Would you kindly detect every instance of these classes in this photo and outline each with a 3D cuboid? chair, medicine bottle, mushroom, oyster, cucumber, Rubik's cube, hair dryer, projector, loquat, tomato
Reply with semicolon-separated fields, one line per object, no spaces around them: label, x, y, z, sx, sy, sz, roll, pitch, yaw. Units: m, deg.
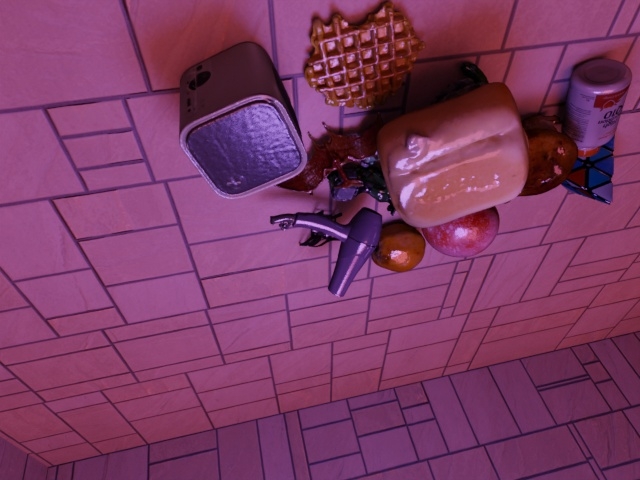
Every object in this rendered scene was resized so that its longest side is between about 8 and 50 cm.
chair;-0.006;-0.037;1.587;0.084;0.102;0.212;6;171;-23
medicine bottle;0.847;-0.398;1.404;0.156;0.157;0.289;-20;139;3
mushroom;0.620;-0.268;1.449;0.344;0.260;0.345;-4;167;-1
oyster;0.396;-0.340;1.329;0.198;0.112;0.268;-21;141;-11
cucumber;0.444;-0.468;1.280;0.167;0.039;0.039;23;126;-40
Rubik's cube;0.927;-0.232;1.684;0.249;0.285;0.234;2;165;15
hair dryer;0.000;0.000;1.432;0.360;0.121;0.301;20;104;-17
projector;-0.192;-0.289;1.100;0.248;0.249;0.248;-22;139;7
loquat;0.289;0.031;1.686;0.234;0.176;0.187;4;119;-27
tomato;0.476;-0.059;1.564;0.270;0.270;0.227;5;117;-24

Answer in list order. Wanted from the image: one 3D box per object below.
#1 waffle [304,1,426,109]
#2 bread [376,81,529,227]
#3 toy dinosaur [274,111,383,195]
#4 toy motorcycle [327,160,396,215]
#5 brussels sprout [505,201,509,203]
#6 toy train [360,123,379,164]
waffle;0.111;-0.465;1.153;0.300;0.058;0.282;0;136;-18
bread;0.353;-0.224;1.201;0.375;0.253;0.348;-20;127;14
toy dinosaur;0.021;-0.234;1.279;0.326;0.207;0.113;-3;-176;12
toy motorcycle;0.158;-0.164;1.406;0.274;0.187;0.125;2;136;-19
brussels sprout;0.679;-0.167;1.695;0.083;0.046;0.051;18;133;-21
toy train;0.213;-0.290;1.366;0.200;0.083;0.132;-11;142;-6
